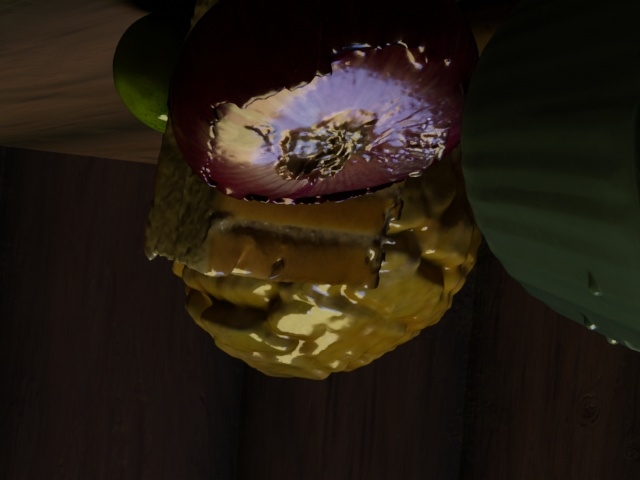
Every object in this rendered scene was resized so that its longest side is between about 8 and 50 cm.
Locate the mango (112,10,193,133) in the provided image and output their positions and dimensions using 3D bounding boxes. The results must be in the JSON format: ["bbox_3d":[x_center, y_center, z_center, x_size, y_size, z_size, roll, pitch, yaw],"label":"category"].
[{"bbox_3d":[-0.126,-0.149,1.590,0.089,0.117,0.163,-37,175,16],"label":"mango"}]

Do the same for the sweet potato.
[{"bbox_3d":[0.148,-0.166,1.449,0.069,0.059,0.249,-17,-177,-26],"label":"sweet potato"}]

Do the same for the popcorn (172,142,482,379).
[{"bbox_3d":[0.014,0.002,2.187,0.344,0.354,0.390,28,166,-32],"label":"popcorn"}]

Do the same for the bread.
[{"bbox_3d":[-0.020,-0.079,1.546,0.111,0.239,0.246,21,-169,41],"label":"bread"}]

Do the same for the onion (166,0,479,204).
[{"bbox_3d":[0.004,-0.120,1.330,0.248,0.161,0.248,4,156,2],"label":"onion"}]

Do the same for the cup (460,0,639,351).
[{"bbox_3d":[0.298,-0.034,1.062,0.401,0.310,0.392,35,175,-13],"label":"cup"}]
